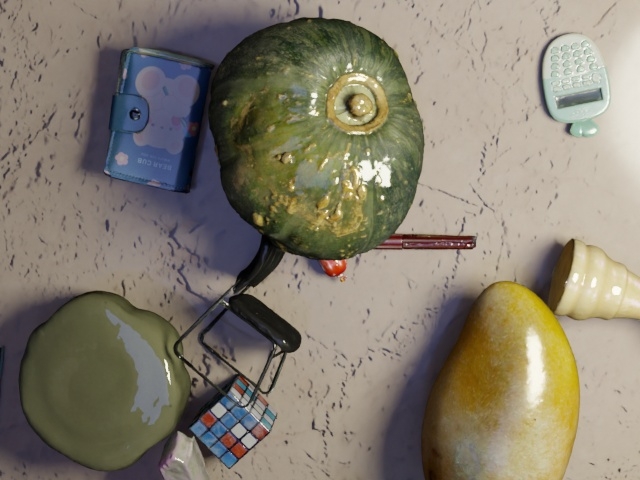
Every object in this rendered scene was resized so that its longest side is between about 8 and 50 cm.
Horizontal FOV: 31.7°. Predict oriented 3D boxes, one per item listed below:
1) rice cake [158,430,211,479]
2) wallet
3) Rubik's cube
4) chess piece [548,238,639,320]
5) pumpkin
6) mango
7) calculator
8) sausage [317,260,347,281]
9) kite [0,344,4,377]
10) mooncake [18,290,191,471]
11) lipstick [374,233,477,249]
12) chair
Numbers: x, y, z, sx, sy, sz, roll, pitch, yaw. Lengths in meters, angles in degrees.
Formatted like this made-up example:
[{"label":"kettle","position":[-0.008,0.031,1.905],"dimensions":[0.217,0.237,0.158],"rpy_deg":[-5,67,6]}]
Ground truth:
[{"label":"rice cake","position":[-0.174,0.457,1.752],"dimensions":[0.056,0.073,0.365],"rpy_deg":[-12,114,11]},{"label":"wallet","position":[-0.245,-0.183,1.689],"dimensions":[0.141,0.059,0.202],"rpy_deg":[12,103,-3]},{"label":"Rubik's cube","position":[-0.133,0.278,1.740],"dimensions":[0.092,0.092,0.092],"rpy_deg":[-43,93,11]},{"label":"chess piece","position":[0.536,0.107,1.634],"dimensions":[0.397,0.117,0.117],"rpy_deg":[17,101,2]},{"label":"pumpkin","position":[-0.008,-0.133,1.560],"dimensions":[0.291,0.257,0.328],"rpy_deg":[1,77,-20]},{"label":"mango","position":[0.262,0.248,1.640],"dimensions":[0.221,0.199,0.384],"rpy_deg":[7,96,26]},{"label":"calculator","position":[0.372,-0.224,1.638],"dimensions":[0.095,0.021,0.153],"rpy_deg":[-11,98,8]},{"label":"sausage","position":[0.000,0.000,1.704],"dimensions":[0.050,0.048,0.145],"rpy_deg":[-25,99,15]},{"label":"kite","position":[-0.637,0.270,1.832],"dimensions":[0.335,0.011,0.314],"rpy_deg":[-35,94,9]},{"label":"mooncake","position":[-0.329,0.212,1.730],"dimensions":[0.274,0.135,0.275],"rpy_deg":[1,97,8]},{"label":"lipstick","position":[0.148,0.002,1.700],"dimensions":[0.176,0.027,0.027],"rpy_deg":[1,100,4]},{"label":"chair","position":[-0.088,0.114,1.680],"dimensions":[0.145,0.140,0.221],"rpy_deg":[37,98,8]}]
